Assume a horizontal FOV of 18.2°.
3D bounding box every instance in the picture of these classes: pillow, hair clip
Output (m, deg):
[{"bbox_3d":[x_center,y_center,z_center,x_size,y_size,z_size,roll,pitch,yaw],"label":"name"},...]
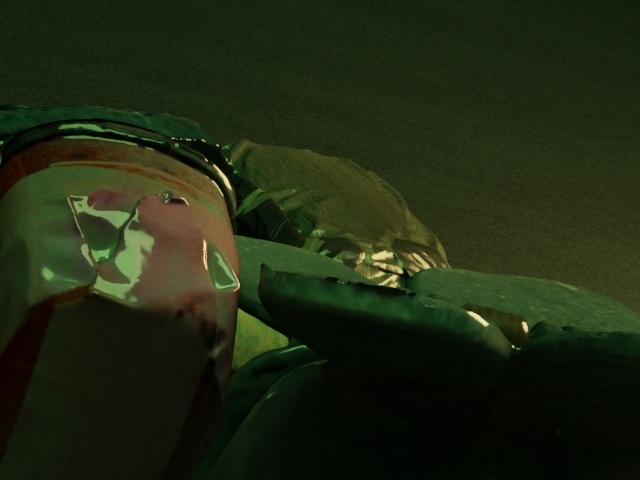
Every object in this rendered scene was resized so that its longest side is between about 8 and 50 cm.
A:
[{"bbox_3d":[0.000,0.000,1.526,0.161,0.092,0.335,4,21,-27],"label":"pillow"},{"bbox_3d":[0.069,0.136,1.069,0.318,0.238,0.392,12,2,-17],"label":"hair clip"}]

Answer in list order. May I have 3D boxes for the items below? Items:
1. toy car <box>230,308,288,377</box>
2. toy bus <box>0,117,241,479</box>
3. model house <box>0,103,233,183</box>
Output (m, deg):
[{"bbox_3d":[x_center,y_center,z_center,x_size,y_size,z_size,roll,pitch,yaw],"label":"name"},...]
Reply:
[{"bbox_3d":[-0.094,0.097,1.209,0.320,0.141,0.097,-3,58,-40],"label":"toy car"},{"bbox_3d":[-0.131,0.097,0.978,0.127,0.303,0.147,14,29,-19],"label":"toy bus"},{"bbox_3d":[-0.243,-0.025,1.318,0.291,0.184,0.253,22,19,39],"label":"model house"}]
